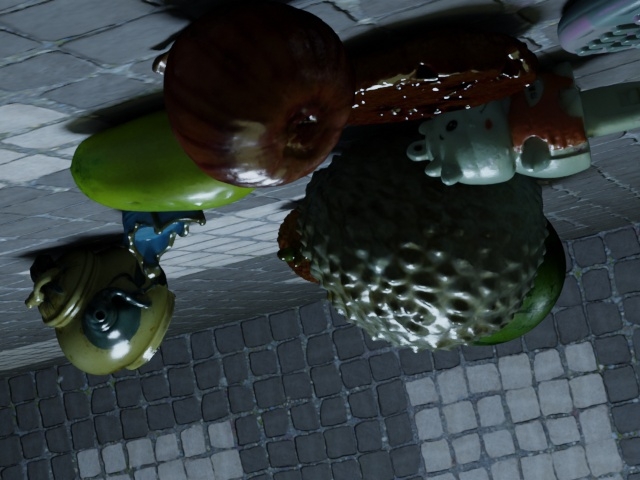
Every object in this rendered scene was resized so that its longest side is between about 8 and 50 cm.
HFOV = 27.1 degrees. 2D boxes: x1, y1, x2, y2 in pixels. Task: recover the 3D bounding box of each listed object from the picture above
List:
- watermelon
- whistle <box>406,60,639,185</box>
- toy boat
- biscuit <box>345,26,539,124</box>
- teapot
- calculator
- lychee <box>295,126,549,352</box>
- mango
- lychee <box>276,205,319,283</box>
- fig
[{"bbox_3d":[0.244,0.041,1.993,0.242,0.242,0.242,-12,173,-1],"label":"watermelon"},{"bbox_3d":[0.205,-0.108,1.246,0.253,0.102,0.106,-10,167,8],"label":"whistle"},{"bbox_3d":[-0.180,-0.008,1.487,0.075,0.077,0.185,-10,173,-23],"label":"toy boat"},{"bbox_3d":[0.080,-0.132,1.076,0.192,0.049,0.192,-6,173,-1],"label":"biscuit"},{"bbox_3d":[-0.300,0.074,1.730,0.182,0.173,0.269,31,180,-26],"label":"teapot"},{"bbox_3d":[0.292,-0.191,0.980,0.185,0.041,0.299,-10,175,-22],"label":"calculator"},{"bbox_3d":[0.106,-0.010,1.394,0.274,0.255,0.255,25,155,-26],"label":"lychee"},{"bbox_3d":[-0.120,-0.069,1.099,0.163,0.089,0.117,-2,-174,24],"label":"mango"},{"bbox_3d":[0.000,0.000,1.747,0.114,0.114,0.146,-19,-170,43],"label":"lychee"},{"bbox_3d":[-0.042,-0.099,0.863,0.128,0.128,0.150,-12,-158,-5],"label":"fig"}]
